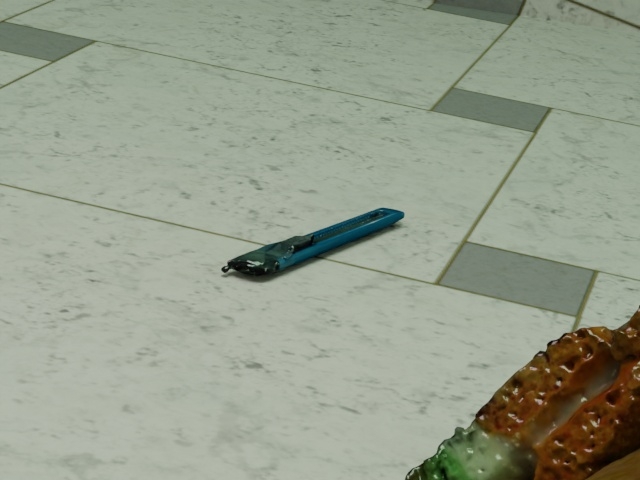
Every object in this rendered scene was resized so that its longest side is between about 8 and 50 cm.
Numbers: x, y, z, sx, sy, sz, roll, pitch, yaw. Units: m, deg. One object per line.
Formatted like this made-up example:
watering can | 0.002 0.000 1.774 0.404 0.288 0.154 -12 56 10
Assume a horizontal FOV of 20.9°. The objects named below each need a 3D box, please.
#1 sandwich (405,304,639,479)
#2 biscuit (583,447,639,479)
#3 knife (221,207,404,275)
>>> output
sandwich | 0.229 0.146 1.278 0.292 0.212 0.109 14 28 -47
biscuit | 0.232 0.177 1.034 0.312 0.057 0.351 -19 5 39
knife | 0.000 -0.002 1.819 0.044 0.026 0.296 7 17 33
